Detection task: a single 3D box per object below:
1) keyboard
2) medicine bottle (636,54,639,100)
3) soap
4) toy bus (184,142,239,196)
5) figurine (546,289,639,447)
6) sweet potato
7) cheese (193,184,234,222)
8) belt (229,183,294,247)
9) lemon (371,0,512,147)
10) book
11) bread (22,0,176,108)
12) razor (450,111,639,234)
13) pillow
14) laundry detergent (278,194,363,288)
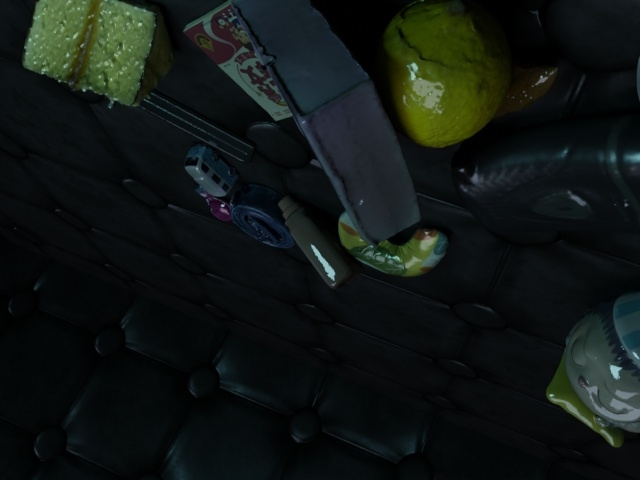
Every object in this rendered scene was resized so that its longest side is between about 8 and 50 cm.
[{"bbox_3d":[-0.221,-0.215,1.368,0.381,0.041,0.103,34,158,-4],"label":"keyboard"},{"bbox_3d":[0.382,-0.173,0.623,0.132,0.188,0.088,9,153,33],"label":"medicine bottle"},{"bbox_3d":[0.011,-0.177,0.897,0.296,0.107,0.285,64,-176,37],"label":"soap"},{"bbox_3d":[-0.251,-0.157,1.461,0.060,0.075,0.123,4,150,41],"label":"toy bus"},{"bbox_3d":[0.654,0.235,1.154,0.361,0.266,0.378,20,158,-2],"label":"figurine"},{"bbox_3d":[0.251,-0.202,0.877,0.068,0.060,0.206,65,154,2],"label":"sweet potato"},{"bbox_3d":[-0.266,-0.092,1.668,0.145,0.038,0.095,43,151,-23],"label":"cheese"},{"bbox_3d":[-0.132,-0.055,1.551,0.141,0.082,0.190,-2,147,38],"label":"belt"},{"bbox_3d":[0.148,-0.209,0.813,0.180,0.180,0.193,31,172,-13],"label":"lemon"},{"bbox_3d":[-0.101,-0.294,1.078,0.162,0.022,0.232,-3,144,49],"label":"book"},{"bbox_3d":[-0.387,-0.352,1.131,0.266,0.142,0.178,21,117,14],"label":"bread"},{"bbox_3d":[0.367,-0.086,0.926,0.349,0.113,0.204,2,147,48],"label":"razor"},{"bbox_3d":[0.149,-0.005,1.390,0.233,0.086,0.214,30,147,-3],"label":"pillow"},{"bbox_3d":[0.000,0.000,1.496,0.237,0.076,0.171,52,-166,12],"label":"laundry detergent"}]
